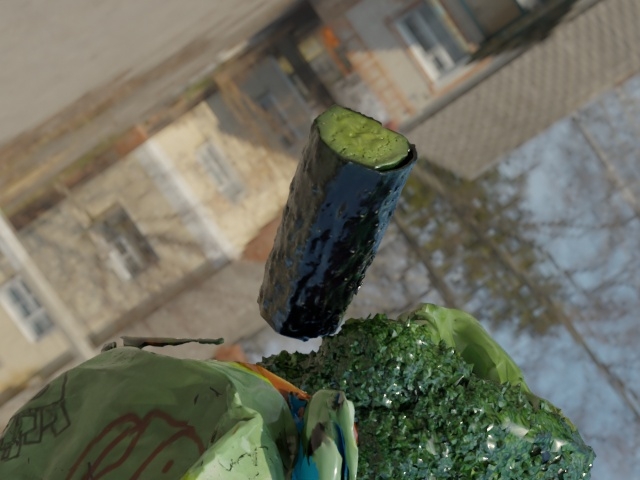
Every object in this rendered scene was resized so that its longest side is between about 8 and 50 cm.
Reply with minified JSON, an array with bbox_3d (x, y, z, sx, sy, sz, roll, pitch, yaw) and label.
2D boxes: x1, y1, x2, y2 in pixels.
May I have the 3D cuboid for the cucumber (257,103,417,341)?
[{"bbox_3d":[0.000,0.002,1.037,0.062,0.078,0.211,-53,169,-47],"label":"cucumber"}]

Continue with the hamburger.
[{"bbox_3d":[-0.113,0.165,0.727,0.260,0.150,0.276,25,-97,42],"label":"hamburger"}]

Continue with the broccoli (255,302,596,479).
[{"bbox_3d":[0.070,0.173,1.137,0.307,0.308,0.275,-32,-153,26],"label":"broccoli"}]
